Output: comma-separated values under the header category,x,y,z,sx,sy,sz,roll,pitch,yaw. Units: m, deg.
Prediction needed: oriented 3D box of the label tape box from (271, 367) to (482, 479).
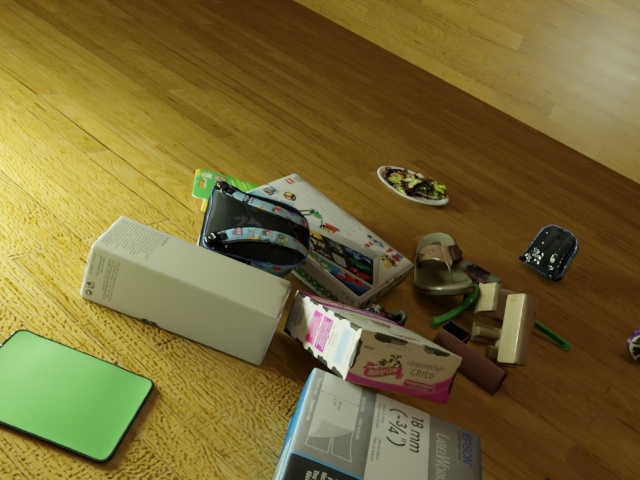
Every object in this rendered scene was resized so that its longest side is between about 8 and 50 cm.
category,x,y,z,sx,sy,sz,roll,pitch,yaw
label tape box,0.108,0.306,0.782,0.333,0.106,0.241,22,27,0

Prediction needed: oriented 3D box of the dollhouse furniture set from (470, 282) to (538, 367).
category,x,y,z,sx,sy,sz,roll,pitch,yaw
dollhouse furniture set,0.356,0.152,1.210,0.123,0.144,0.151,15,-12,-15

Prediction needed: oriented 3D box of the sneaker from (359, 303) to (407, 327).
category,x,y,z,sx,sy,sz,roll,pitch,yaw
sneaker,0.071,0.126,1.131,0.157,0.065,0.061,6,31,-30

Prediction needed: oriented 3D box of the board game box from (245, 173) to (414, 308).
category,x,y,z,sx,sy,sz,roll,pitch,yaw
board game box,0.000,0.000,1.276,0.305,0.053,0.193,39,37,19

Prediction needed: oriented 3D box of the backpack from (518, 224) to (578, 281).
category,x,y,z,sx,sy,sz,roll,pitch,yaw
backpack,0.540,0.026,1.620,0.105,0.114,0.084,35,9,27

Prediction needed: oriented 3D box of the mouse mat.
category,x,y,z,sx,sy,sz,roll,pitch,yaw
mouse mat,-0.305,0.176,0.815,0.189,0.007,0.153,21,26,0

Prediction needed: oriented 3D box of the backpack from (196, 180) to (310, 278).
category,x,y,z,sx,sy,sz,roll,pitch,yaw
backpack,-0.109,0.001,1.141,0.173,0.117,0.158,13,46,-13

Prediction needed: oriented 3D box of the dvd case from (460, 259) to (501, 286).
category,x,y,z,sx,sy,sz,roll,pitch,yaw
dvd case,0.325,0.082,1.464,0.087,0.013,0.119,32,29,18

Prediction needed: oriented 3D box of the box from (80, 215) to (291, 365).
category,x,y,z,sx,sy,sz,roll,pitch,yaw
box,-0.189,0.070,1.003,0.275,0.094,0.113,23,27,-1

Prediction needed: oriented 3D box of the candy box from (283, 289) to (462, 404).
category,x,y,z,sx,sy,sz,roll,pitch,yaw
candy box,0.063,0.144,0.972,0.159,0.071,0.233,18,0,-23

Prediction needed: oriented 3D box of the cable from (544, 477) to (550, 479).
category,x,y,z,sx,sy,sz,roll,pitch,yaw
cable,0.328,0.379,0.871,0.150,0.047,0.184,33,27,6

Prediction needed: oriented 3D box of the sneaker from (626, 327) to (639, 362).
category,x,y,z,sx,sy,sz,roll,pitch,yaw
sneaker,0.672,0.214,1.454,0.169,0.068,0.071,6,15,-46

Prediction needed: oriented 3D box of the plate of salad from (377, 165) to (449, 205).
category,x,y,z,sx,sy,sz,roll,pitch,yaw
plate of salad,0.242,-0.150,1.792,0.199,0.048,0.200,18,28,-10

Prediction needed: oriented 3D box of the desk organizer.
category,x,y,z,sx,sy,sz,roll,pitch,yaw
desk organizer,0.250,0.193,1.160,0.130,0.050,0.047,35,29,23

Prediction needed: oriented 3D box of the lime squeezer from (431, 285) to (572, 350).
category,x,y,z,sx,sy,sz,roll,pitch,yaw
lime squeezer,0.341,0.137,1.329,0.310,0.059,0.110,13,28,-21

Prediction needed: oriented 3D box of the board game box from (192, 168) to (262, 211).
category,x,y,z,sx,sy,sz,roll,pitch,yaw
board game box,-0.126,-0.071,1.376,0.259,0.039,0.124,18,28,-15

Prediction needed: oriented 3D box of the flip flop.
category,x,y,z,sx,sy,sz,roll,pitch,yaw
flip flop,0.237,0.035,1.371,0.112,0.080,0.277,-3,24,7
